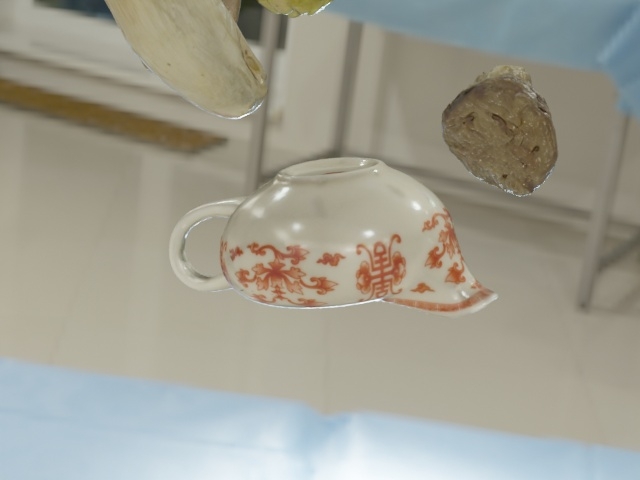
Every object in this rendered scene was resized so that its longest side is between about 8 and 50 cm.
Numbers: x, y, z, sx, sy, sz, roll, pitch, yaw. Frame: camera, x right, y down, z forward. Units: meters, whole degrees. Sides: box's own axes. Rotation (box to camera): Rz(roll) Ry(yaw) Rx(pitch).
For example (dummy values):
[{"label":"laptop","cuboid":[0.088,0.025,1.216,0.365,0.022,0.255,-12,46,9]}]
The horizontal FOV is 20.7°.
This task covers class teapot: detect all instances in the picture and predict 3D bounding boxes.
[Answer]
[{"label":"teapot","cuboid":[0.000,0.000,1.215,0.245,0.116,0.159,-1,25,34]}]

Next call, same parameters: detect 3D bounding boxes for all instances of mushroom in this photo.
[{"label":"mushroom","cuboid":[-0.155,-0.263,1.637,0.095,0.351,0.123,-11,27,36]}]

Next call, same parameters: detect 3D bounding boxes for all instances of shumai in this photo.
[{"label":"shumai","cuboid":[0.186,-0.117,1.704,0.123,0.105,0.139,33,-9,12]}]

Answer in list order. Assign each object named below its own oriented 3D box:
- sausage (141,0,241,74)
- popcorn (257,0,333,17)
[{"label":"sausage","cuboid":[-0.108,-0.423,1.976,0.136,0.501,0.123,19,3,12]},{"label":"popcorn","cuboid":[-0.022,-0.247,1.439,0.106,0.121,0.116,-32,-4,-33]}]
